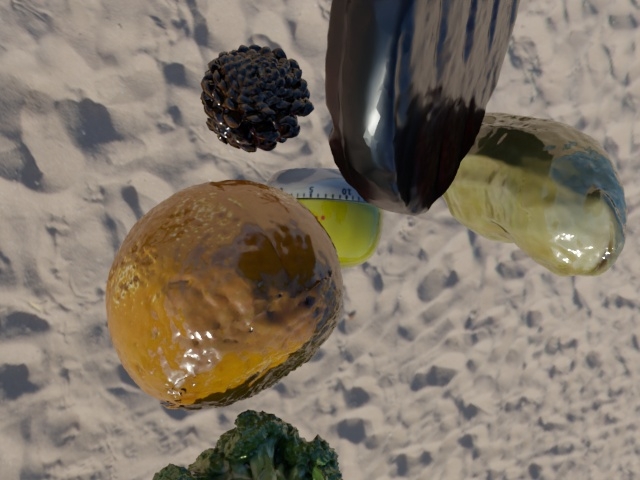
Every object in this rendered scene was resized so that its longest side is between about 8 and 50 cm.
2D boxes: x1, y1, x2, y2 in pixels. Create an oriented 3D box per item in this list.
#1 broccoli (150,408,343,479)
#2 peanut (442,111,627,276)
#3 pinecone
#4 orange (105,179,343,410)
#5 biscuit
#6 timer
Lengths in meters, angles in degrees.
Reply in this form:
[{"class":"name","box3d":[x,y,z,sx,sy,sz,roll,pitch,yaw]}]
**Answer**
[{"class":"broccoli","box3d":[-0.100,0.318,0.785,0.302,0.254,0.185,74,17,-72]},{"class":"peanut","box3d":[0.258,-0.078,0.772,0.158,0.340,0.174,32,92,-23]},{"class":"pinecone","box3d":[-0.134,-0.274,1.182,0.222,0.221,0.221,-18,123,-30]},{"class":"orange","box3d":[-0.138,0.066,0.854,0.341,0.293,0.340,-29,157,-13]},{"class":"biscuit","box3d":[0.116,-0.223,0.591,0.407,0.091,0.407,-49,151,-40]},{"class":"timer","box3d":[0.000,0.000,1.227,0.285,0.285,0.285,-18,123,-30]}]
